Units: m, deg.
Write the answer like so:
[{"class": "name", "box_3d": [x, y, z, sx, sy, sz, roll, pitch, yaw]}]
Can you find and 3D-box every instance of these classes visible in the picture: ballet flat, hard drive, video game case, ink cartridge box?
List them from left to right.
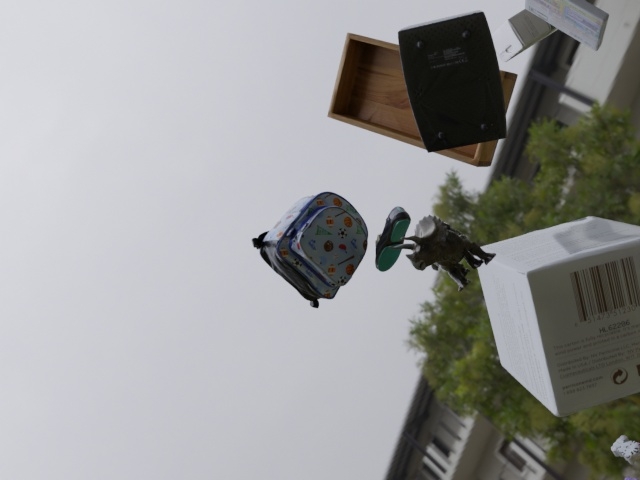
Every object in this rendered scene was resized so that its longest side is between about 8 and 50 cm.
[{"class": "ballet flat", "box_3d": [0.179, -0.009, 2.009, 0.074, 0.074, 0.203, -21, -34, -32]}, {"class": "hard drive", "box_3d": [0.248, -0.294, 1.462, 0.172, 0.054, 0.254, -10, -56, 16]}, {"class": "ink cartridge box", "box_3d": [0.593, -0.597, 2.165, 0.218, 0.092, 0.158, -35, 0, -9]}, {"class": "video game case", "box_3d": [0.575, -0.540, 1.854, 0.023, 0.212, 0.193, -53, -16, 3]}]

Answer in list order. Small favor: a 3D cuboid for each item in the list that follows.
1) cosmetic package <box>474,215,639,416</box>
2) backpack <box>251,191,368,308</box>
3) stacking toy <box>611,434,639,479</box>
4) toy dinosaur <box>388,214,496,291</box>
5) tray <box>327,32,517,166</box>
[{"class": "cosmetic package", "box_3d": [0.590, 0.152, 1.810, 0.329, 0.393, 0.327, -16, -82, -2]}, {"class": "backpack", "box_3d": [0.000, 0.000, 2.122, 0.276, 0.213, 0.263, 47, -124, -26]}, {"class": "stacking toy", "box_3d": [0.520, 0.472, 1.374, 0.221, 0.052, 0.167, -44, -67, -14]}, {"class": "toy dinosaur", "box_3d": [0.239, 0.010, 1.531, 0.121, 0.160, 0.313, -46, -2, 10]}, {"class": "tray", "box_3d": [0.216, -0.321, 1.761, 0.076, 0.411, 0.202, -7, -64, -52]}]
